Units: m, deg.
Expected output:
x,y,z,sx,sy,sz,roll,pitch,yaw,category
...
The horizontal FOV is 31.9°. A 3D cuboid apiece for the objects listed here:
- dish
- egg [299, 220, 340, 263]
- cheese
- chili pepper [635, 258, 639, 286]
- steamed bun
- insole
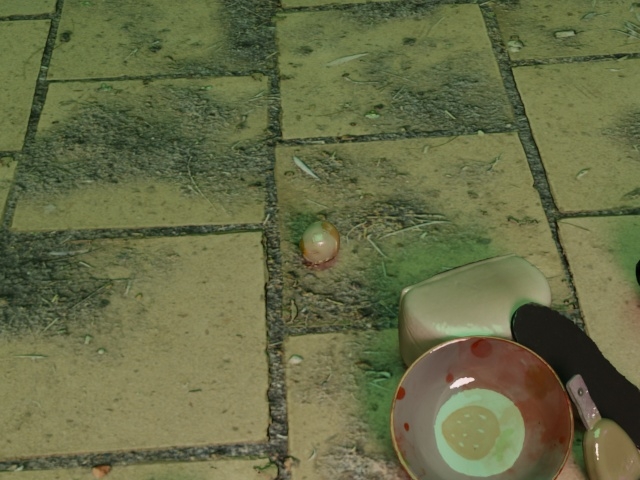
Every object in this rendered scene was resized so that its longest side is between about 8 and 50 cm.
x,y,z,sx,sy,sz,roll,pitch,yaw,category
0.233,0.273,1.634,0.260,0.085,0.260,-2,66,4,dish
0.000,0.000,1.977,0.071,0.071,0.083,4,40,6,egg
0.398,0.276,1.597,0.097,0.192,0.037,-35,15,-33,cheese
0.610,0.065,1.826,0.174,0.261,0.165,-21,86,2,chili pepper
0.251,0.137,1.765,0.242,0.146,0.164,-17,45,-17,steamed bun
0.408,0.209,1.673,0.309,0.012,0.110,38,68,0,insole
